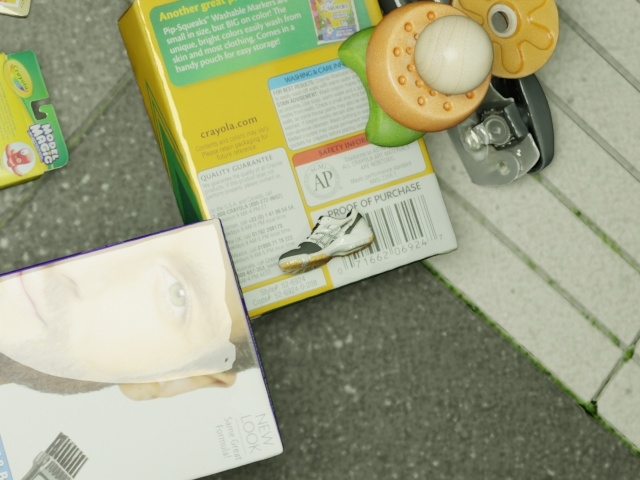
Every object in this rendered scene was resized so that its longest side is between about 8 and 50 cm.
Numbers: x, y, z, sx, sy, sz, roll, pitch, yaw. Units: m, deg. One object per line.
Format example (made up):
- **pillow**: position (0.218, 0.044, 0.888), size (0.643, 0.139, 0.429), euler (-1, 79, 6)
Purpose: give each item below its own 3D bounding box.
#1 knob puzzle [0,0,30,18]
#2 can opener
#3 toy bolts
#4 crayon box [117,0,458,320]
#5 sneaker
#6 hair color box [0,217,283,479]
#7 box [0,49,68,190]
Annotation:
- **knob puzzle**: position (-0.319, -0.281, 1.271), size (0.213, 0.030, 0.213), euler (1, 85, -17)
- **can opener**: position (0.118, -0.181, 1.388), size (0.095, 0.076, 0.283), euler (-28, 94, -50)
- **toy bolts**: position (0.107, -0.214, 1.246), size (0.218, 0.158, 0.228), euler (-23, 92, -23)
- **crayon box**: position (-0.035, -0.113, 1.315), size (0.203, 0.083, 0.322), euler (-18, 91, -18)
- **sneaker**: position (0.000, 0.000, 1.260), size (0.083, 0.032, 0.037), euler (-20, 77, -23)
- **hair color box**: position (-0.214, 0.113, 1.187), size (0.339, 0.110, 0.185), euler (-16, 90, -5)
- **box**: position (-0.298, -0.081, 1.252), size (0.179, 0.043, 0.105), euler (-18, 90, -16)
